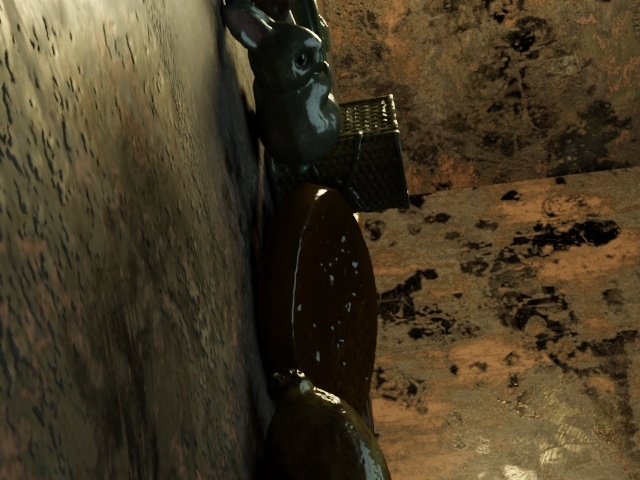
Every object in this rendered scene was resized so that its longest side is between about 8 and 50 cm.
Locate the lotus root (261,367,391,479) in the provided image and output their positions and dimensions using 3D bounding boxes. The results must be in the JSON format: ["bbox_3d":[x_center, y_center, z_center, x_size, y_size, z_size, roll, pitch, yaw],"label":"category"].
[{"bbox_3d":[0.003,0.233,0.862,0.138,0.138,0.214,-12,87,-85],"label":"lotus root"}]

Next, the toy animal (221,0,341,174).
[{"bbox_3d":[-0.046,-0.209,1.055,0.127,0.125,0.251,51,-10,38],"label":"toy animal"}]

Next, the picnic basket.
[{"bbox_3d":[0.027,-0.113,1.235,0.154,0.196,0.134,-88,170,-56],"label":"picnic basket"}]

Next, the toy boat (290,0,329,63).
[{"bbox_3d":[-0.039,-0.423,1.478,0.085,0.078,0.260,-10,84,-46],"label":"toy boat"}]

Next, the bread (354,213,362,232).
[{"bbox_3d":[0.029,0.081,1.507,0.380,0.109,0.185,-86,173,-58],"label":"bread"}]

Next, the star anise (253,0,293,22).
[{"bbox_3d":[-0.076,-0.428,1.218,0.197,0.073,0.212,63,18,-82],"label":"star anise"}]

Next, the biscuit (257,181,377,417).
[{"bbox_3d":[-0.005,0.117,1.117,0.394,0.070,0.350,69,29,-50],"label":"biscuit"}]

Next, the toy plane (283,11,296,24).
[{"bbox_3d":[-0.047,-0.272,1.384,0.234,0.082,0.160,67,20,-14],"label":"toy plane"}]
